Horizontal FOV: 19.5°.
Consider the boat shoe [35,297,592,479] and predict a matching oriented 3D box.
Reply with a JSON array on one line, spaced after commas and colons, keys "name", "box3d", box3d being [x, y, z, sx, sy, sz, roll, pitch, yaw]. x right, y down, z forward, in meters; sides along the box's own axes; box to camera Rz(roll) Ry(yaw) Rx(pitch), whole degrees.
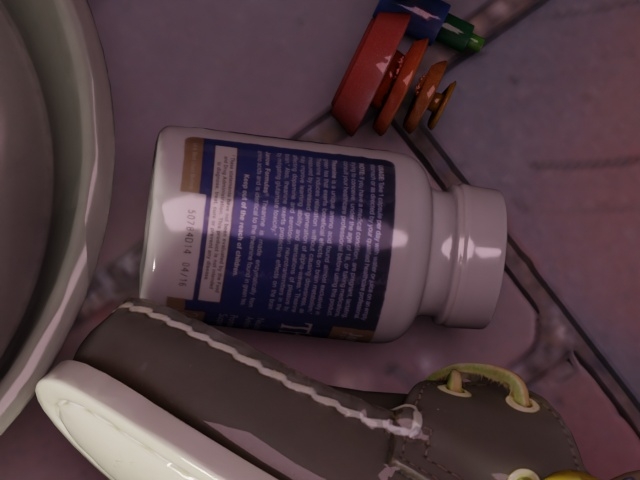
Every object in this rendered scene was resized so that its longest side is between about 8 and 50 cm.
[{"name": "boat shoe", "box3d": [0.056, 0.096, 0.605, 0.305, 0.109, 0.091, 30, 73, -6]}]

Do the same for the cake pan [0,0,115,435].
[{"name": "cake pan", "box3d": [-0.216, -0.027, 0.619, 0.293, 0.054, 0.293, 2, 75, -8]}]

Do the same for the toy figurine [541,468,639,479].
[{"name": "toy figurine", "box3d": [0.142, 0.156, 0.450, 0.148, 0.213, 0.209, -20, 44, -20]}]

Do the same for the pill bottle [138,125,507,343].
[{"name": "pill bottle", "box3d": [0.000, 0.000, 0.639, 0.120, 0.067, 0.067, 7, 75, -7]}]

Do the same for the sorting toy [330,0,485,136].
[{"name": "sorting toy", "box3d": [0.041, -0.080, 0.669, 0.042, 0.061, 0.102, 25, 97, -2]}]
